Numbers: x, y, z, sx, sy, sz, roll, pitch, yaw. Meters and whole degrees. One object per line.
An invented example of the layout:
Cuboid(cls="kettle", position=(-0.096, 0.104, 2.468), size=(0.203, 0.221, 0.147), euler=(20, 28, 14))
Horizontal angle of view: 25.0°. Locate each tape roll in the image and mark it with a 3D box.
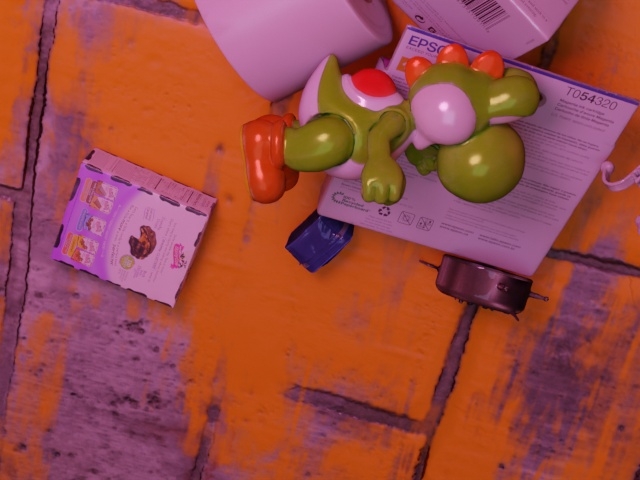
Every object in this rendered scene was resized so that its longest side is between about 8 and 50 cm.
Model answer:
Cuboid(cls="tape roll", position=(-0.039, -0.319, 1.822), size=(0.169, 0.246, 0.246), euler=(-27, 108, 19))

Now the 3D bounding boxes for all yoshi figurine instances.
Cuboid(cls="yoshi figurine", position=(0.098, -0.104, 1.772), size=(0.362, 0.203, 0.203), euler=(-11, 147, 10))

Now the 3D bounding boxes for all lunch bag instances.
Cuboid(cls="lunch bag", position=(0.000, 0.000, 2.057), size=(0.065, 0.067, 0.098), euler=(42, 114, -11))

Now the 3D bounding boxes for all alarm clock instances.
Cuboid(cls="alarm clock", position=(0.212, 0.058, 2.017), size=(0.192, 0.129, 0.064), euler=(23, 96, 43))

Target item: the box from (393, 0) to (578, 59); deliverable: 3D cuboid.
Cuboid(cls="box", position=(0.204, -0.321, 1.810), size=(0.181, 0.119, 0.182), euler=(44, 153, -12))

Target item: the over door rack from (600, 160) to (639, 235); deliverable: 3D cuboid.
Cuboid(cls="over door rack", position=(0.546, -0.107, 1.890), size=(0.324, 0.108, 0.239), euler=(-36, 124, 8))

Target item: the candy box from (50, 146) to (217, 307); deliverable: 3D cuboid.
Cuboid(cls="candy box", position=(-0.269, -0.018, 2.086), size=(0.196, 0.070, 0.164), euler=(23, 115, -2))

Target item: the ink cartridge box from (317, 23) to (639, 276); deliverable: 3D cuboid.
Cuboid(cls="ink cartridge box", position=(0.201, -0.123, 1.908), size=(0.324, 0.071, 0.330), euler=(17, 129, -11))
